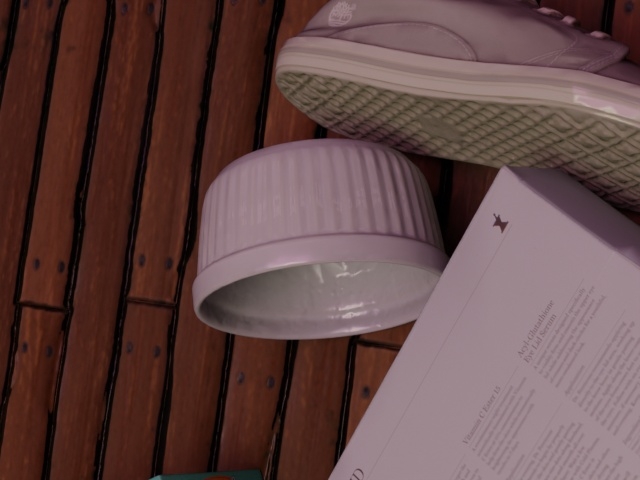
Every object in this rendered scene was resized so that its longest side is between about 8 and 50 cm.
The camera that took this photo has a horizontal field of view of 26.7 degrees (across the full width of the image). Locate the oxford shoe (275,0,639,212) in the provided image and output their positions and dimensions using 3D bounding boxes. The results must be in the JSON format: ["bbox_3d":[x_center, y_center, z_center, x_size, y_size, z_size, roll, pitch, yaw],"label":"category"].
[{"bbox_3d":[0.173,-0.121,1.037,0.449,0.169,0.130,17,70,29],"label":"oxford shoe"}]

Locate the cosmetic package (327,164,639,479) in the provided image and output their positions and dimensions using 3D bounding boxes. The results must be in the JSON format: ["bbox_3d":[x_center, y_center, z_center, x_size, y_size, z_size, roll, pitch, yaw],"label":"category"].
[{"bbox_3d":[0.165,0.178,0.974,0.284,0.097,0.377,40,114,30],"label":"cosmetic package"}]

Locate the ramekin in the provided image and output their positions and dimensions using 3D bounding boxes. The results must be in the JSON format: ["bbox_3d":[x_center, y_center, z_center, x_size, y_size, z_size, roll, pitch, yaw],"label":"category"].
[{"bbox_3d":[0.000,0.000,1.081,0.207,0.207,0.109,-14,68,26],"label":"ramekin"}]

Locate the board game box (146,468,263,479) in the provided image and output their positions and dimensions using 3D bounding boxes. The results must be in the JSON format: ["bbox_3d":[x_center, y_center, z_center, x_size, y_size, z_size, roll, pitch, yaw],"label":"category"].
[{"bbox_3d":[-0.168,0.256,1.157,0.210,0.160,0.047,-27,71,22],"label":"board game box"}]
